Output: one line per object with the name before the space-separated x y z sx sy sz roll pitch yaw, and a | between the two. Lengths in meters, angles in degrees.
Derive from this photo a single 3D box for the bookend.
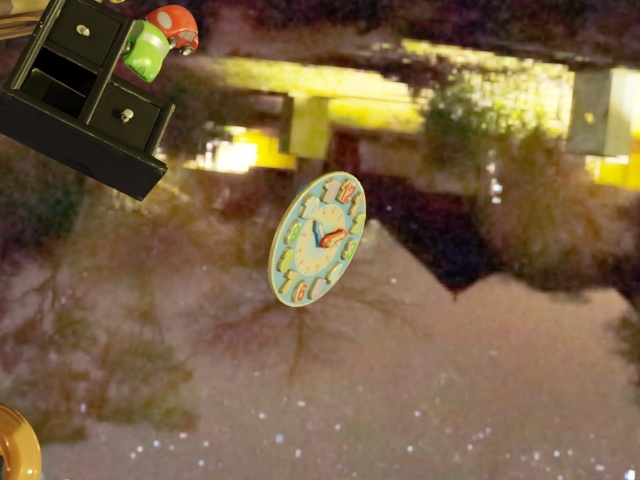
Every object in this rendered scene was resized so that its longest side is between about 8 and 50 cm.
bookend | -0.199 -0.144 0.941 0.157 0.156 0.072 28 149 -17

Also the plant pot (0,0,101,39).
plant pot | -0.345 -0.245 1.101 0.236 0.032 0.236 -12 -174 1

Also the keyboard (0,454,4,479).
keyboard | -0.472 0.322 1.025 0.317 0.033 0.201 -24 161 -29

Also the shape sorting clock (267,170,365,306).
shape sorting clock | 0.000 0.000 1.437 0.040 0.206 0.206 22 -168 32

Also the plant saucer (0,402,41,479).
plant saucer | -0.519 0.335 1.507 0.200 0.199 0.037 6 170 -1

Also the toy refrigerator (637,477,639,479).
toy refrigerator | 0.358 0.309 1.058 0.102 0.094 0.270 36 -130 28

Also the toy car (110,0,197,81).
toy car | -0.244 -0.306 1.425 0.239 0.053 0.225 38 -154 -37
